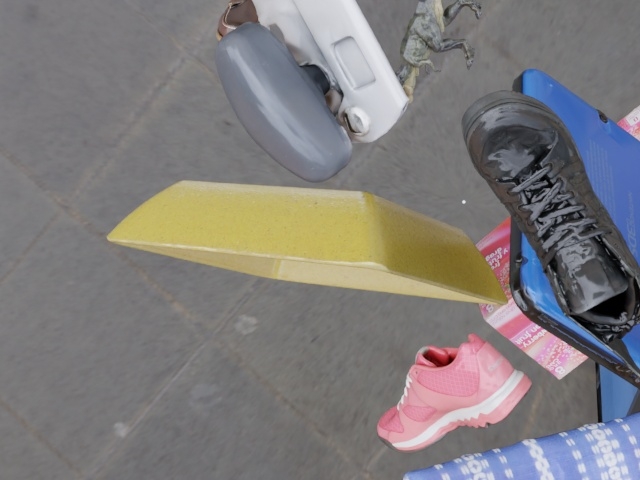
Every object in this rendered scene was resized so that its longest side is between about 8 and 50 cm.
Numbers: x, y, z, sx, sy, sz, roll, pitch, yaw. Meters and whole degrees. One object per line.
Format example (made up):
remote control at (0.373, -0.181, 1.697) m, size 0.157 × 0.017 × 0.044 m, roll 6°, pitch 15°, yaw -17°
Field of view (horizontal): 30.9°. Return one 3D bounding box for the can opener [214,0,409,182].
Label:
can opener at (-0.046, -0.169, 0.667) m, size 0.076 × 0.095 × 0.283 m, roll -17°, pitch 109°, yaw 47°

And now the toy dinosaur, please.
toy dinosaur at (0.182, -0.326, 1.763) m, size 0.118 × 0.064 × 0.268 m, roll 11°, pitch 105°, yaw 0°

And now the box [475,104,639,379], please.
box at (0.342, 0.006, 1.418) m, size 0.300 × 0.142 × 0.154 m, roll -42°, pitch 118°, yaw 19°

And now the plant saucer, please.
plant saucer at (0.000, 0.000, 1.255) m, size 0.332 × 0.332 × 0.081 m, roll 6°, pitch 84°, yaw 31°

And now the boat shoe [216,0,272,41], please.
boat shoe at (-0.103, -0.345, 1.724) m, size 0.073 × 0.207 × 0.073 m, roll 15°, pitch 118°, yaw 3°

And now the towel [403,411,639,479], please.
towel at (0.228, 0.183, 0.546) m, size 0.335 × 0.040 × 0.243 m, roll -9°, pitch 64°, yaw -22°

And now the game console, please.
game console at (0.218, 0.040, 1.019) m, size 0.250 × 0.293 × 0.173 m, roll 31°, pitch 131°, yaw -20°

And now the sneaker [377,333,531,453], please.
sneaker at (0.178, 0.220, 1.752) m, size 0.136 × 0.116 × 0.314 m, roll 52°, pitch 138°, yaw -5°

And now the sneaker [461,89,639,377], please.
sneaker at (0.136, 0.000, 0.612) m, size 0.051 × 0.089 × 0.170 m, roll -31°, pitch 130°, yaw 15°
